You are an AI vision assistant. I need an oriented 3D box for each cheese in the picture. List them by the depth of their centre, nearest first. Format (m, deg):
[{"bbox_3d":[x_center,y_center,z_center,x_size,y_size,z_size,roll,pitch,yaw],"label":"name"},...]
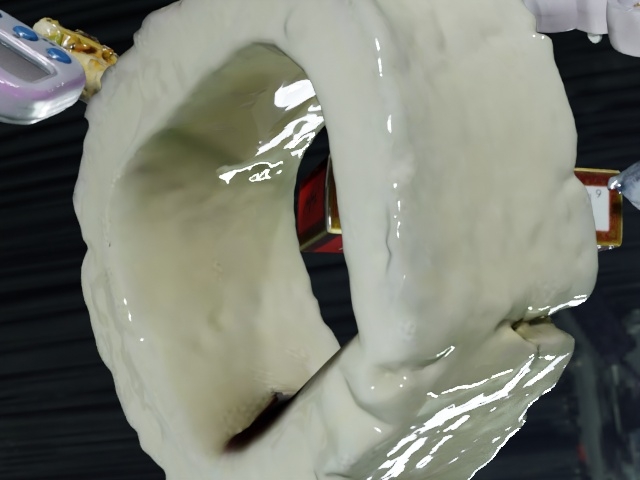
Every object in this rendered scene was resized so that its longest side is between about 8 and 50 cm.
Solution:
[{"bbox_3d":[0.003,0.002,0.674,0.153,0.332,0.292,-11,66,-37],"label":"cheese"}]

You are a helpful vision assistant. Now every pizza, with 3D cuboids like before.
[{"bbox_3d":[-0.263,-0.209,1.783,0.080,0.392,0.435,-57,169,5],"label":"pizza"}]

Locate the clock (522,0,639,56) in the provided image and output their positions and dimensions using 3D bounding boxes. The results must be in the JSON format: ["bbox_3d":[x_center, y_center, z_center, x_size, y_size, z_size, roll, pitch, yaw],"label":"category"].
[{"bbox_3d":[0.181,-0.139,0.694,0.087,0.129,0.041,-33,124,-32],"label":"clock"}]

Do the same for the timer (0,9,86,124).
[{"bbox_3d":[-0.390,-0.213,1.393,0.069,0.208,0.191,-58,176,23],"label":"timer"}]

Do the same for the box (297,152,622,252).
[{"bbox_3d":[0.109,-0.023,0.987,0.153,0.239,0.074,168,-75,-80],"label":"box"}]

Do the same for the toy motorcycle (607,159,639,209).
[{"bbox_3d":[0.311,-0.098,0.837,0.207,0.134,0.401,-92,-154,-46],"label":"toy motorcycle"}]
